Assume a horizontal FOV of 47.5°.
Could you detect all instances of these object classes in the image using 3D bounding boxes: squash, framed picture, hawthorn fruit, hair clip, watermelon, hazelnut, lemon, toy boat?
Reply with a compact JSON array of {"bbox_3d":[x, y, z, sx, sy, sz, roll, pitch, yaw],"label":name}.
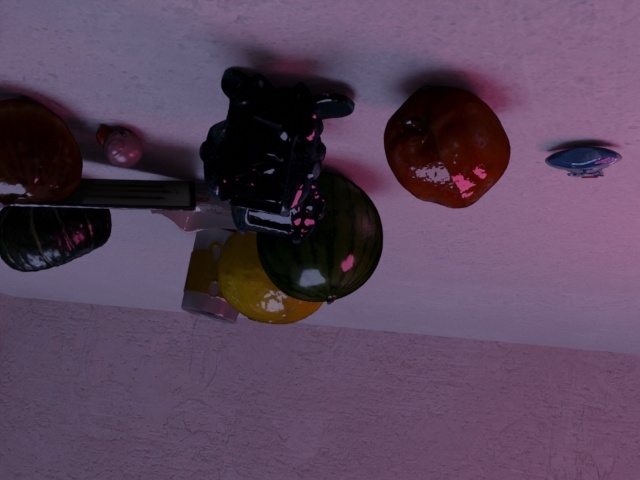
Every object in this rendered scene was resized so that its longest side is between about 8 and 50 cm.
[{"bbox_3d":[-0.595,-0.028,1.627,0.252,0.165,0.252,-10,-168,2],"label":"squash"},{"bbox_3d":[-0.399,-0.089,1.365,0.323,0.013,0.244,0,-164,-11],"label":"framed picture"},{"bbox_3d":[0.156,-0.129,0.954,0.157,0.157,0.194,-2,165,35],"label":"hawthorn fruit"},{"bbox_3d":[-0.068,-0.120,1.020,0.194,0.206,0.310,13,170,2],"label":"hair clip"},{"bbox_3d":[0.000,-0.005,1.339,0.242,0.242,0.242,8,165,2],"label":"watermelon"},{"bbox_3d":[-0.493,-0.140,1.213,0.178,0.178,0.204,-1,163,30],"label":"hazelnut"},{"bbox_3d":[-0.110,0.068,1.671,0.310,0.254,0.253,6,168,43],"label":"lemon"},{"bbox_3d":[0.400,-0.121,1.126,0.105,0.034,0.149,3,177,7],"label":"toy boat"}]

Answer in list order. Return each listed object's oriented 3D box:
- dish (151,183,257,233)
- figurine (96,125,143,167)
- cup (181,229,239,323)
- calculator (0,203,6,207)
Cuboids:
[{"bbox_3d":[-0.231,-0.071,1.537,0.212,0.077,0.151,2,162,24],"label":"dish"},{"bbox_3d":[-0.345,-0.161,1.277,0.071,0.067,0.083,22,-168,35],"label":"figurine"},{"bbox_3d":[-0.233,0.097,1.880,0.241,0.226,0.185,17,165,-2],"label":"cup"},{"bbox_3d":[-0.635,-0.122,1.489,0.246,0.045,0.141,-17,162,2],"label":"calculator"}]
